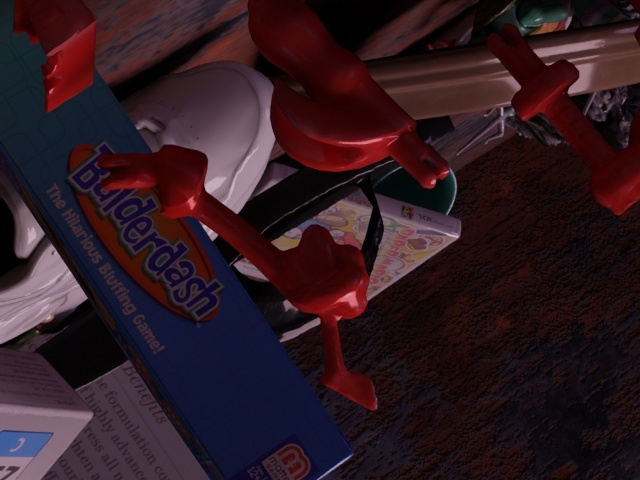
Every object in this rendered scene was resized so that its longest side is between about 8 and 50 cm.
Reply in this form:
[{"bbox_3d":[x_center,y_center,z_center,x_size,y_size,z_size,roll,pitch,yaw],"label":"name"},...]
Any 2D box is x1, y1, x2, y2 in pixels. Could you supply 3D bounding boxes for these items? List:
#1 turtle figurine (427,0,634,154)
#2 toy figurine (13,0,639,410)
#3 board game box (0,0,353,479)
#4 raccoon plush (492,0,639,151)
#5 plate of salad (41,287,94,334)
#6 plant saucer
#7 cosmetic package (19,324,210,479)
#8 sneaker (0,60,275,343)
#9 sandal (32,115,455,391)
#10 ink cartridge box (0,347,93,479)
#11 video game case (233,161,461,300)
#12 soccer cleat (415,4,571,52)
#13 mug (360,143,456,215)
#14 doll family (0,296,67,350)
[{"bbox_3d":[0.185,-0.176,1.085,0.234,0.118,0.175,-49,-164,-18],"label":"turtle figurine"},{"bbox_3d":[0.098,-0.140,0.345,0.362,0.191,0.217,-34,172,-18],"label":"toy figurine"},{"bbox_3d":[-0.073,0.014,0.559,0.047,0.210,0.160,-34,177,-11],"label":"board game box"},{"bbox_3d":[0.335,-0.255,1.482,0.299,0.216,0.446,-47,-154,-2],"label":"raccoon plush"},{"bbox_3d":[-0.158,0.011,1.032,0.200,0.048,0.200,-35,178,-1],"label":"plate of salad"},{"bbox_3d":[0.100,-0.108,0.877,0.278,0.041,0.278,-9,-173,1],"label":"plant saucer"},{"bbox_3d":[-0.294,0.285,1.222,0.394,0.329,0.327,-31,175,-28],"label":"cosmetic package"},{"bbox_3d":[-0.120,-0.019,0.696,0.232,0.090,0.115,-35,173,-4],"label":"sneaker"},{"bbox_3d":[-0.076,0.051,1.028,0.446,0.107,0.167,-34,180,3],"label":"sandal"},{"bbox_3d":[-0.290,0.161,0.727,0.261,0.066,0.296,-49,159,6],"label":"ink cartridge box"},{"bbox_3d":[0.000,0.000,1.399,0.206,0.026,0.227,16,153,-20],"label":"video game case"},{"bbox_3d":[0.130,-0.166,1.195,0.196,0.068,0.076,-32,-168,-10],"label":"soccer cleat"},{"bbox_3d":[0.064,-0.071,1.453,0.129,0.097,0.157,-30,140,-9],"label":"mug"},{"bbox_3d":[-0.258,0.086,0.912,0.193,0.076,0.111,-42,-168,34],"label":"doll family"}]
